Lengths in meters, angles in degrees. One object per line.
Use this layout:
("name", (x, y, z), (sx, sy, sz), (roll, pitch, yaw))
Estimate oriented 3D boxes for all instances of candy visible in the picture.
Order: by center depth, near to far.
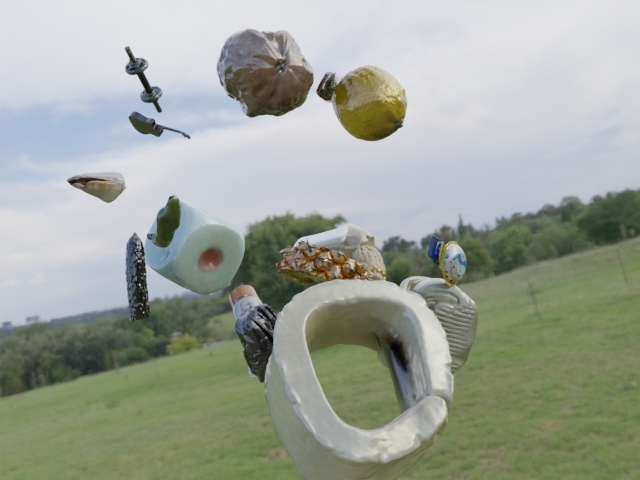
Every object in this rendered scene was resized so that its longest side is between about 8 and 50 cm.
("candy", (0.030, -0.446, 1.861), (0.059, 0.086, 0.292), (28, 11, 0))

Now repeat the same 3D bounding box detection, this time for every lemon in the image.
("lemon", (0.134, -0.367, 1.721), (0.192, 0.231, 0.192), (-38, -22, -19))

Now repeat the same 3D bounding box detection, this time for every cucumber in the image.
("cucumber", (-0.608, 0.120, 2.104), (0.072, 0.300, 0.072), (-7, -4, -1))

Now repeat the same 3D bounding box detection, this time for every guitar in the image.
("guitar", (-0.514, -0.358, 2.055), (0.233, 0.025, 0.088), (19, -26, 21))

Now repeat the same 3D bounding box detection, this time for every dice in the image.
("dice", (-0.455, 0.023, 2.309), (0.264, 0.268, 0.262), (27, 2, -43))

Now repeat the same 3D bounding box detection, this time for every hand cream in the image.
("hand cream", (-0.189, 0.268, 1.868), (0.139, 0.314, 0.089), (-16, -43, -20))

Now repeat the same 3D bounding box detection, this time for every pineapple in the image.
("pineapple", (-0.010, 0.060, 1.423), (0.233, 0.079, 0.135), (9, -29, 27))

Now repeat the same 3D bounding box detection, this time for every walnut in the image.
("walnut", (-0.149, -0.448, 1.722), (0.273, 0.227, 0.273), (-5, 7, 1))

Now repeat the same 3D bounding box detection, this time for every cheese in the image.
("cheese", (0.066, 0.230, 1.039), (0.292, 0.332, 0.153), (-1, -41, -15))
("cheese", (0.424, 0.065, 2.132), (0.064, 0.157, 0.250), (-1, -23, 41))

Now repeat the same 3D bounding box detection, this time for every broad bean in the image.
("broad bean", (-0.354, -0.031, 1.458), (0.046, 0.061, 0.195), (-44, 0, -40))

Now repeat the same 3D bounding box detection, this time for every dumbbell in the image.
("dumbbell", (-0.579, -0.525, 2.100), (0.081, 0.082, 0.254), (-13, -43, 6))

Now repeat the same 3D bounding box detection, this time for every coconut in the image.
("coconut", (0.114, 0.043, 2.370), (0.224, 0.224, 0.224), (-13, -6, -1))

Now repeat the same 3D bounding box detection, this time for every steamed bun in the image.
("steamed bun", (0.381, 0.290, 2.286), (0.342, 0.368, 0.255), (17, 20, -5))

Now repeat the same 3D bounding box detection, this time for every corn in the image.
("corn", (0.145, 0.079, 1.896), (0.097, 0.097, 0.262), (-13, 15, 0))

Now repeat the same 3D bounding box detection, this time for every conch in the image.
("conch", (-0.632, -0.165, 1.837), (0.094, 0.104, 0.176), (-45, -34, 11))

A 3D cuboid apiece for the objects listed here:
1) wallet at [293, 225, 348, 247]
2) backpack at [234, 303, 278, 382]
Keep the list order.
("wallet", (0.000, 0.000, 2.093), (0.190, 0.033, 0.095), (-15, 18, 20))
("backpack", (-0.127, 0.229, 1.445), (0.106, 0.165, 0.120), (-28, 1, 31))
